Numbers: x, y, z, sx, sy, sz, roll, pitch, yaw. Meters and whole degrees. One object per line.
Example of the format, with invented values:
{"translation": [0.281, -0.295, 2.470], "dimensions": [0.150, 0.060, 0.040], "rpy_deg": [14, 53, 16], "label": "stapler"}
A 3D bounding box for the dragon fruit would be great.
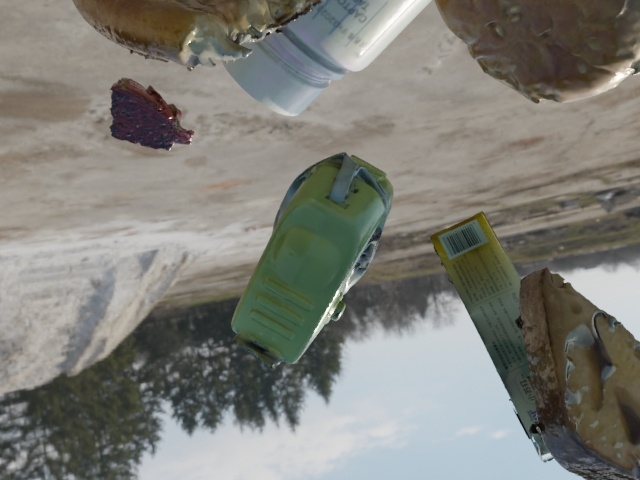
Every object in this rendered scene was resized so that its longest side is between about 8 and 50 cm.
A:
{"translation": [-0.255, -0.198, 1.058], "dimensions": [0.131, 0.063, 0.097], "rpy_deg": [14, 130, -11], "label": "dragon fruit"}

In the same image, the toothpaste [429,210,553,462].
{"translation": [0.241, 0.112, 0.864], "dimensions": [0.089, 0.313, 0.071], "rpy_deg": [-26, 150, 6], "label": "toothpaste"}

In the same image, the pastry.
{"translation": [0.305, -0.338, 0.898], "dimensions": [0.184, 0.315, 0.284], "rpy_deg": [-52, -173, -34], "label": "pastry"}

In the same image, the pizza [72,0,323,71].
{"translation": [-0.047, -0.163, 0.404], "dimensions": [0.195, 0.052, 0.185], "rpy_deg": [-25, -134, -26], "label": "pizza"}

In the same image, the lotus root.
{"translation": [0.302, 0.168, 0.729], "dimensions": [0.170, 0.260, 0.074], "rpy_deg": [-59, -170, -29], "label": "lotus root"}

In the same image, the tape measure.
{"translation": [0.000, 0.000, 0.671], "dimensions": [0.106, 0.200, 0.175], "rpy_deg": [27, -159, 7], "label": "tape measure"}

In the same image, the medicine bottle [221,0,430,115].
{"translation": [0.025, -0.283, 0.748], "dimensions": [0.293, 0.170, 0.170], "rpy_deg": [-42, 160, 29], "label": "medicine bottle"}
